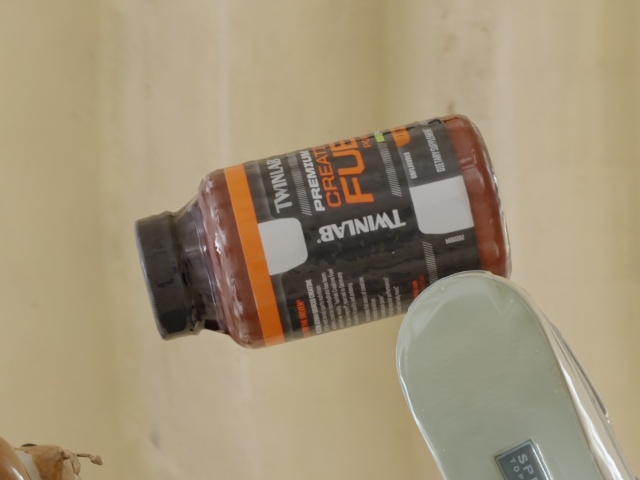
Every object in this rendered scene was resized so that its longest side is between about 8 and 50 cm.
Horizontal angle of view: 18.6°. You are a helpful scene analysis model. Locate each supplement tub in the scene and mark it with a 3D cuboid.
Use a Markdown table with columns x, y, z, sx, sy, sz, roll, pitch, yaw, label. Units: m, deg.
| x | y | z | sx | sy | sz | roll | pitch | yaw | label |
| --- | --- | --- | --- | --- | --- | --- | --- | --- | --- |
| 0.000 | 0.000 | 1.084 | 0.198 | 0.106 | 0.106 | -14 | -58 | -3 | supplement tub |

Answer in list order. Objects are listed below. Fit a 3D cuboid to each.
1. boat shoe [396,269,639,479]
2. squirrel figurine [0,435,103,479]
| x | y | z | sx | sy | sz | roll | pitch | yaw | label |
| --- | --- | --- | --- | --- | --- | --- | --- | --- | --- |
| 0.097 | 0.118 | 0.714 | 0.079 | 0.227 | 0.081 | -25 | -15 | 18 | boat shoe |
| -0.244 | 0.329 | 1.436 | 0.281 | 0.370 | 0.397 | -20 | -92 | 19 | squirrel figurine |
